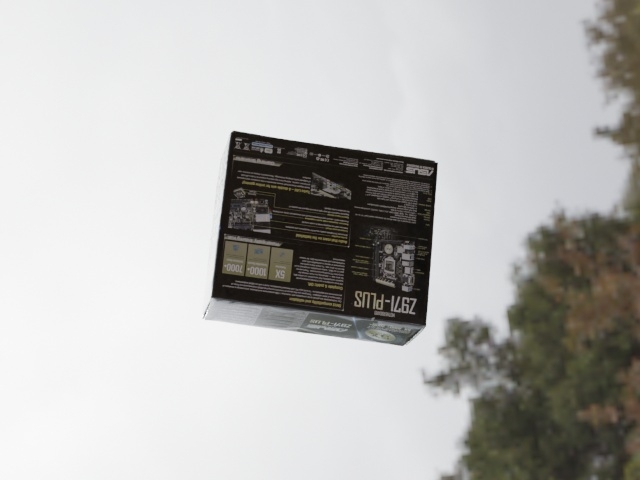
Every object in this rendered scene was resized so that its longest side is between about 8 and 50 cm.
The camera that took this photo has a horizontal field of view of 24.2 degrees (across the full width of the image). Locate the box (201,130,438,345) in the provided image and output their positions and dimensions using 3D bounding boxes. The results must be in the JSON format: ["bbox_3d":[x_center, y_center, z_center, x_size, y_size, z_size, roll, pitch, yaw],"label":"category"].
[{"bbox_3d":[0.000,0.000,1.251,0.077,0.180,0.147,122,154,-70],"label":"box"}]
